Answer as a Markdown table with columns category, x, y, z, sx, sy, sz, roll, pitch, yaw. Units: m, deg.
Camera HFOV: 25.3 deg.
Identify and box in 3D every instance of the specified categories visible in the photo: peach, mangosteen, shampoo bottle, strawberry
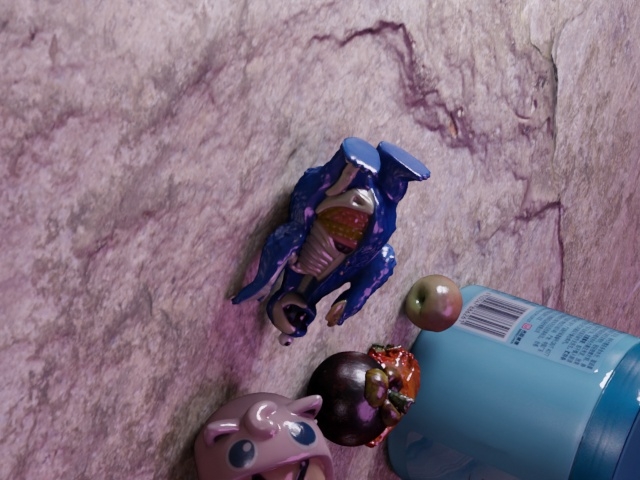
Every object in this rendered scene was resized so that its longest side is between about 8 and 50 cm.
| category | x | y | z | sx | sy | sz | roll | pitch | yaw |
| --- | --- | --- | --- | --- | --- | --- | --- | --- | --- |
| peach | 0.159 | 0.087 | 1.973 | 0.083 | 0.083 | 0.083 | -41 | 141 | -44 |
| mangosteen | 0.052 | 0.198 | 1.785 | 0.140 | 0.140 | 0.140 | -41 | 141 | -44 |
| shampoo bottle | 0.318 | 0.262 | 2.097 | 0.331 | 0.342 | 0.331 | -41 | 142 | -43 |
| strawberry | 0.087 | 0.205 | 1.912 | 0.104 | 0.048 | 0.152 | 29 | 62 | -32 |

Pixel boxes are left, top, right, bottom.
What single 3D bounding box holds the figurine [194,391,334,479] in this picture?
| category | x | y | z | sx | sy | sz | roll | pitch | yaw |
| --- | --- | --- | --- | --- | --- | --- | --- | --- | --- |
| figurine | -0.061 | 0.296 | 1.615 | 0.176 | 0.186 | 0.287 | -13 | 140 | -31 |

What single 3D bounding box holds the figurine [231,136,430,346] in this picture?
| category | x | y | z | sx | sy | sz | roll | pitch | yaw |
| --- | --- | --- | --- | --- | --- | --- | --- | --- | --- |
| figurine | 0.009 | -0.003 | 1.608 | 0.164 | 0.121 | 0.262 | 31 | 103 | -38 |
